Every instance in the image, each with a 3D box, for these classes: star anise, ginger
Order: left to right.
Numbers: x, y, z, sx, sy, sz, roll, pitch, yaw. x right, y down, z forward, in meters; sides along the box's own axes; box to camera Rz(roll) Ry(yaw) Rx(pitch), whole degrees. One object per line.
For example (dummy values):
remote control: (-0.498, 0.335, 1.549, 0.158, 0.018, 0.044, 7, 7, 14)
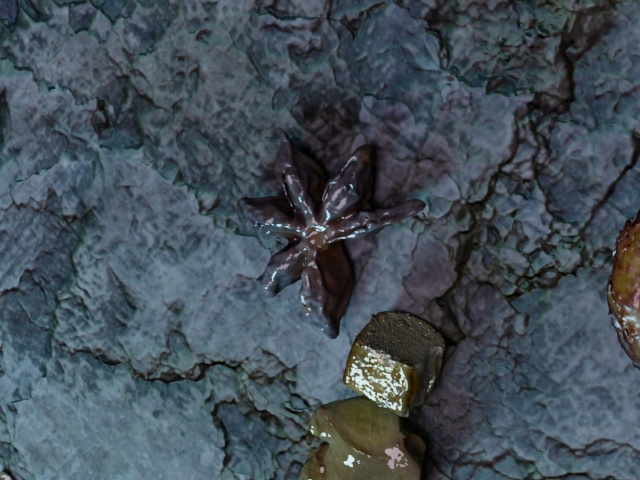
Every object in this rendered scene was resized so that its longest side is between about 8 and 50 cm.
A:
star anise: (-0.010, -0.013, 1.575, 0.172, 0.063, 0.208, 44, 121, 15)
ginger: (0.040, 0.265, 1.621, 0.137, 0.074, 0.213, 13, 116, 27)

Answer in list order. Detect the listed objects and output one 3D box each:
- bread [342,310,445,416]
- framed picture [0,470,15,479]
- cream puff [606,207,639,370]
bread: (0.073, 0.120, 1.560, 0.083, 0.076, 0.070, 27, 127, 21)
framed picture: (-0.382, 0.453, 1.952, 0.232, 0.019, 0.296, 45, 121, 12)
cream puff: (0.361, 0.040, 1.315, 0.240, 0.164, 0.240, -1, 88, 31)
